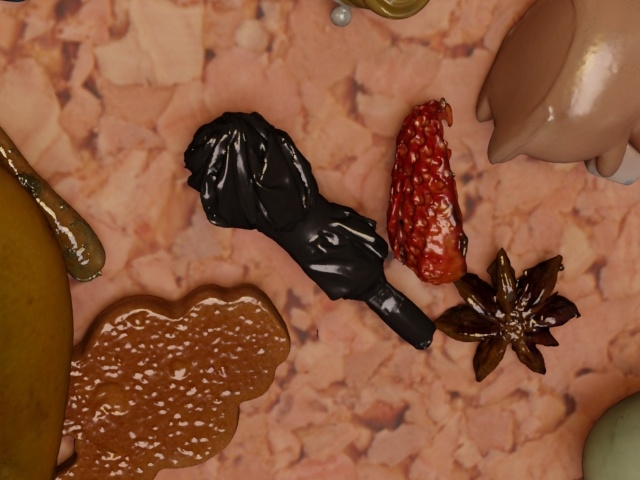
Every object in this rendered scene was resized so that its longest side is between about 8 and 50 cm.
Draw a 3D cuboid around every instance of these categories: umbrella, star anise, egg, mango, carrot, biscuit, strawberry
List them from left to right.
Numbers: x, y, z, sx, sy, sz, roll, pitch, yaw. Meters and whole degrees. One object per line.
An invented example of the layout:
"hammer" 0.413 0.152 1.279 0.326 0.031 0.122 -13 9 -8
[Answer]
"mango" -0.371 0.115 1.292 0.300 0.232 0.445 -4 110 8
"carrot" -0.291 -0.062 1.355 0.049 0.049 0.254 -34 107 3
"biscuit" -0.185 0.161 1.447 0.334 0.047 0.202 -33 112 5
"umbrella" 0.000 0.000 1.396 0.118 0.118 0.340 -42 115 6
"strawberry" 0.105 -0.046 1.403 0.082 0.121 0.188 -9 95 7
"star anise" 0.201 0.083 1.484 0.168 0.057 0.168 -3 109 -10
"egg" 0.417 0.263 1.508 0.283 0.203 0.203 19 105 -15

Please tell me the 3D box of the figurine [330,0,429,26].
"figurine" 0.044 -0.342 1.273 0.194 0.133 0.274 -24 107 -26

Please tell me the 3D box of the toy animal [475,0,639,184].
"toy animal" 0.310 -0.152 1.351 0.256 0.195 0.213 10 124 -16
